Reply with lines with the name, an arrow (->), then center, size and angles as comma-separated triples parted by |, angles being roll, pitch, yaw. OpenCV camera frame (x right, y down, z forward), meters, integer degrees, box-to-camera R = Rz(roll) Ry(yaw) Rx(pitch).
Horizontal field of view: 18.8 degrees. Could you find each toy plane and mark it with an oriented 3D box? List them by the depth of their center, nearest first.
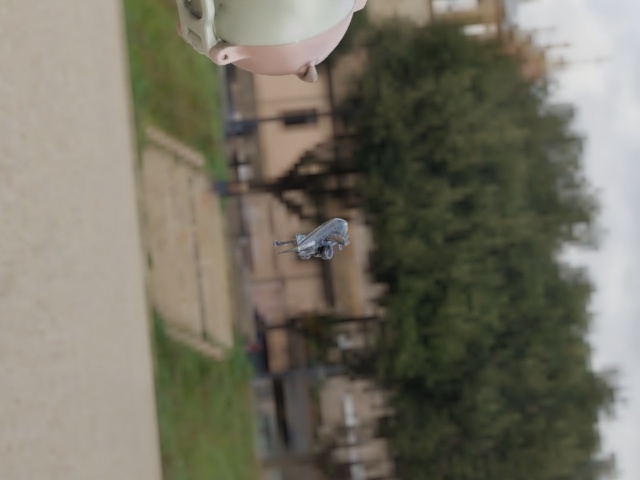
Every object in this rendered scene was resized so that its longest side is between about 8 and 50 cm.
toy plane -> 0.000, 0.000, 1.733 | 0.083, 0.078, 0.031 | -19, 106, -53

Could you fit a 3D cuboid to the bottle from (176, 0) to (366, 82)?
bottle -> -0.038, -0.216, 1.299 | 0.147, 0.147, 0.236 | -100, -178, -53
